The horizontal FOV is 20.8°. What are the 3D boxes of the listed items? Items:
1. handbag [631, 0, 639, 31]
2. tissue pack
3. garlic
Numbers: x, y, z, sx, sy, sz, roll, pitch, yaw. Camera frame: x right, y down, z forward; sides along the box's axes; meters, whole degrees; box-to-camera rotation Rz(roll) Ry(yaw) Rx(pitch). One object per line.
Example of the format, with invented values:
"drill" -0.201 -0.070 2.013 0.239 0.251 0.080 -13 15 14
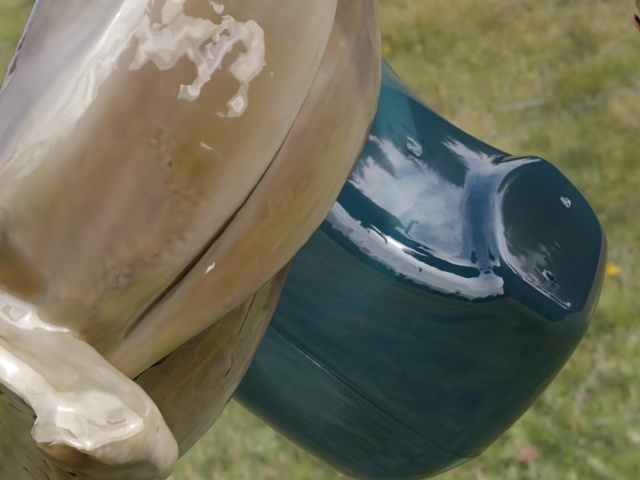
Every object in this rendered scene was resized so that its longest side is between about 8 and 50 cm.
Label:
"handbag" 0.291 -0.027 0.778 0.303 0.116 0.410 18 34 -10
"tissue pack" 0.000 0.000 0.988 0.206 0.287 0.198 -47 10 29
"garlic" -0.066 -0.019 0.670 0.132 0.279 0.325 28 51 -1
